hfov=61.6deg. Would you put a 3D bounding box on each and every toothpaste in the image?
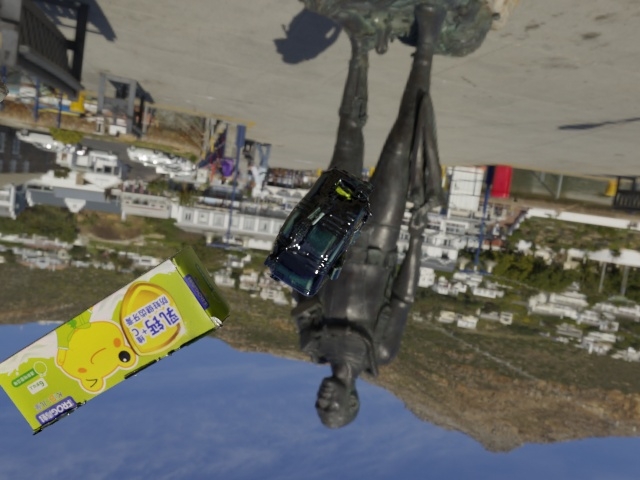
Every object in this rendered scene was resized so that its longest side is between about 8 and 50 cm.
[{"bbox_3d":[-0.285,0.136,0.730,0.327,0.110,0.077,-31,-174,12],"label":"toothpaste"}]

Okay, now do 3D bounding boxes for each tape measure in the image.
[{"bbox_3d":[0.000,0.000,0.851,0.112,0.186,0.199,34,161,9],"label":"tape measure"}]

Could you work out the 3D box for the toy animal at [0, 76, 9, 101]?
[{"bbox_3d":[-0.535,-0.161,0.673,0.343,0.168,0.106,-38,-145,-13],"label":"toy animal"}]
